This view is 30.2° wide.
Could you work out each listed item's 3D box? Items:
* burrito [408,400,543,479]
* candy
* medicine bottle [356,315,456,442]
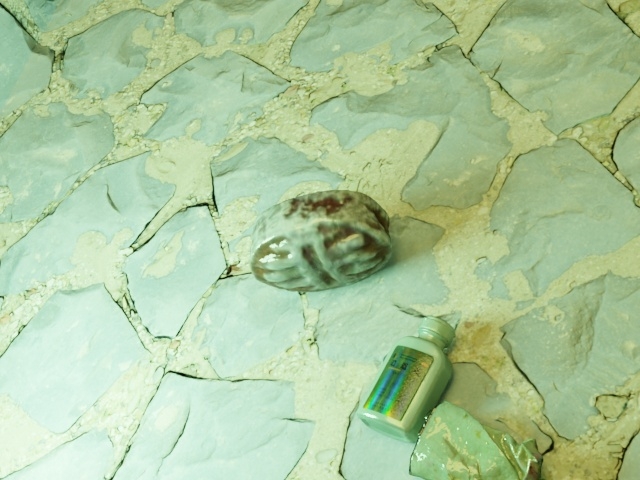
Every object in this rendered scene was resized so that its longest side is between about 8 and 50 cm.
[{"bbox_3d":[0.269,0.374,2.019,0.229,0.089,0.144,19,82,38],"label":"burrito"},{"bbox_3d":[0.000,0.000,2.351,0.289,0.214,0.157,-13,48,17],"label":"candy"},{"bbox_3d":[0.169,0.248,2.165,0.121,0.083,0.229,14,64,38],"label":"medicine bottle"}]
